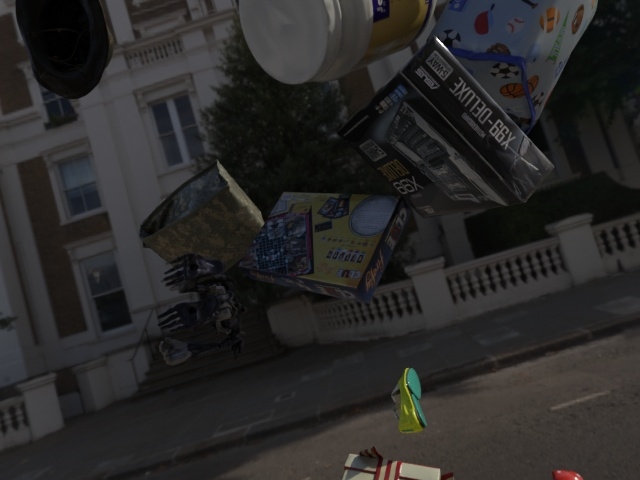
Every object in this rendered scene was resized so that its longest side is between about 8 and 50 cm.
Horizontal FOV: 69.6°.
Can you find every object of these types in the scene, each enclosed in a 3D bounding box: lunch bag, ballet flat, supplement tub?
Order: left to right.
[{"bbox_3d":[-0.318,-0.033,1.263,0.287,0.169,0.235,-36,-46,2],"label":"lunch bag"},{"bbox_3d":[0.039,-0.439,0.857,0.331,0.241,0.241,-38,10,-37],"label":"supplement tub"},{"bbox_3d":[0.226,0.422,1.219,0.077,0.077,0.231,-30,14,14],"label":"ballet flat"},{"bbox_3d":[0.400,-0.411,0.934,0.239,0.327,0.385,29,5,35],"label":"lunch bag"}]

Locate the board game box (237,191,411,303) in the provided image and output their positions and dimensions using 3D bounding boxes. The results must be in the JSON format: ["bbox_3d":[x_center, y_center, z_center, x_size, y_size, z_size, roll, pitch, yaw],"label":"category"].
[{"bbox_3d":[0.000,0.000,0.724,0.243,0.165,0.042,7,-32,40],"label":"board game box"}]

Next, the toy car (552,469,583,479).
[{"bbox_3d":[0.444,0.541,0.752,0.239,0.225,0.053,-51,-23,-12],"label":"toy car"}]

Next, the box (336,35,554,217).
[{"bbox_3d":[0.173,-0.152,0.742,0.076,0.242,0.307,-48,10,-10],"label":"box"}]

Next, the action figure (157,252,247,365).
[{"bbox_3d":[-0.199,0.115,0.767,0.141,0.164,0.275,-7,-22,-4],"label":"action figure"}]

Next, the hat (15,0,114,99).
[{"bbox_3d":[-0.633,-0.542,1.209,0.331,0.331,0.134,-19,7,28],"label":"hat"}]

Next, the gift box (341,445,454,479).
[{"bbox_3d":[0.165,0.641,1.044,0.255,0.276,0.258,4,20,19],"label":"gift box"}]
